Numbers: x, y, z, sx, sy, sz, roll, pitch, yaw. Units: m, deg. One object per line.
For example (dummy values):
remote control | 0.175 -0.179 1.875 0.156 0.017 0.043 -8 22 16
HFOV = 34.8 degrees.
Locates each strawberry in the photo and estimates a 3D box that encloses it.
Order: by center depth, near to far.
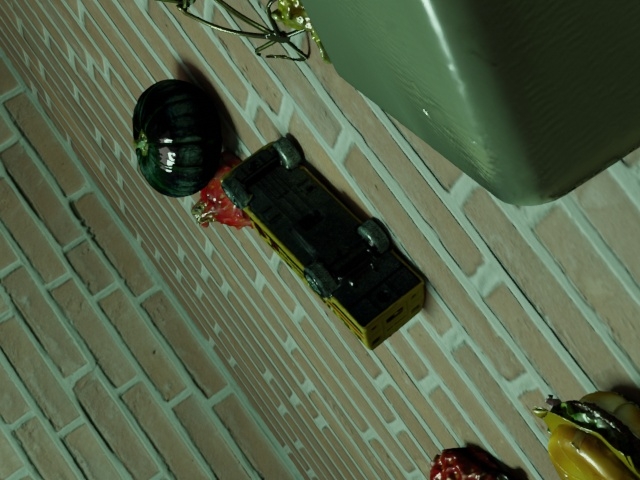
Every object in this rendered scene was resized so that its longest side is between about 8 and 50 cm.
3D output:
strawberry | 0.258 0.434 1.501 0.234 0.137 0.306 62 163 -13

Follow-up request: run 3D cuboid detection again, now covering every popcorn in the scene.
popcorn | 0.005 -0.245 1.063 0.097 0.089 0.109 17 135 47

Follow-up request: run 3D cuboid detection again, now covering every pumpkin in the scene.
pumpkin | -0.245 -0.171 1.712 0.202 0.140 0.202 27 122 56

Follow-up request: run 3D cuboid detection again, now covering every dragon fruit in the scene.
dragon fruit | -0.169 -0.069 1.785 0.153 0.111 0.153 45 161 20

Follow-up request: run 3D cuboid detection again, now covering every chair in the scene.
chair | -0.151 -0.342 1.226 0.325 0.170 0.160 13 158 -8

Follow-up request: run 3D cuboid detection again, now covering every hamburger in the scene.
hamburger | 0.312 0.230 1.064 0.189 0.093 0.164 37 156 50

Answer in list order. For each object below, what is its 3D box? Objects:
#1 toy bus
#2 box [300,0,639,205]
toy bus | 0.000 0.000 1.446 0.335 0.121 0.123 45 166 30
box | 0.060 -0.243 0.661 0.344 0.177 0.352 60 174 -33
